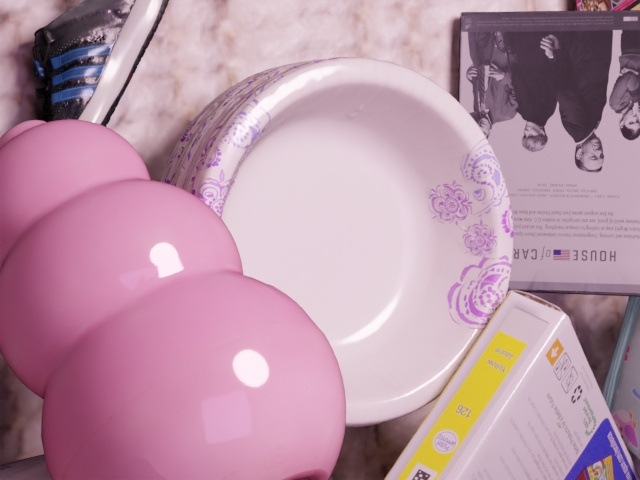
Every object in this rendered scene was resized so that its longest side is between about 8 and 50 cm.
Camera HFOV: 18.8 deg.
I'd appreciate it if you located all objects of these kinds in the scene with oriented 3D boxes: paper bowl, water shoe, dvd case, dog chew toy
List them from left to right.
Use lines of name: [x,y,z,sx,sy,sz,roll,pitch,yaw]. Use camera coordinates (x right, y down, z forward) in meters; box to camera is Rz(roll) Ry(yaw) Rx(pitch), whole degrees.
water shoe: [-0.190,-0.127,1.480,0.080,0.073,0.203,27,74,-3]
dog chew toy: [-0.127,0.054,1.321,0.207,0.206,0.332,-23,67,-25]
paper bowl: [0.000,0.000,1.526,0.284,0.148,0.284,0,91,-27]
dvd case: [0.203,-0.075,1.632,0.029,0.179,0.238,-3,95,-72]

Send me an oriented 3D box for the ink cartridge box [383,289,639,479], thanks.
ink cartridge box: [0.133,0.242,1.570,0.307,0.072,0.303,-52,146,-16]

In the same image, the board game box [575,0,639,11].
board game box: [0.292,-0.203,1.647,0.042,0.165,0.243,0,99,-42]

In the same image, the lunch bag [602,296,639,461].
lunch bag: [0.392,0.089,1.715,0.279,0.108,0.224,-8,119,-30]

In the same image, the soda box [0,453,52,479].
soda box: [-0.166,0.206,1.412,0.286,0.091,0.098,-7,100,-52]
